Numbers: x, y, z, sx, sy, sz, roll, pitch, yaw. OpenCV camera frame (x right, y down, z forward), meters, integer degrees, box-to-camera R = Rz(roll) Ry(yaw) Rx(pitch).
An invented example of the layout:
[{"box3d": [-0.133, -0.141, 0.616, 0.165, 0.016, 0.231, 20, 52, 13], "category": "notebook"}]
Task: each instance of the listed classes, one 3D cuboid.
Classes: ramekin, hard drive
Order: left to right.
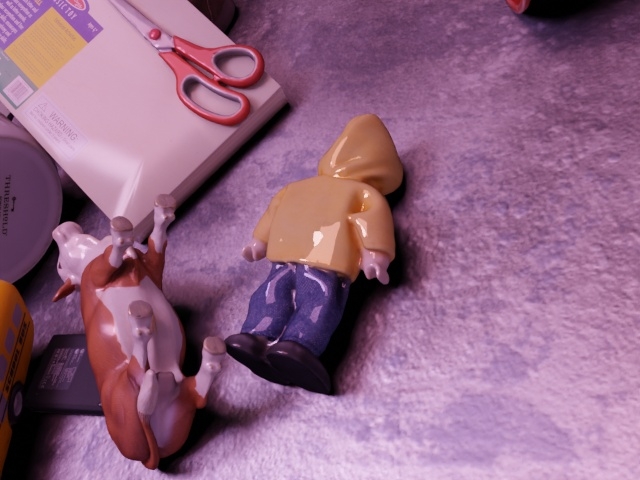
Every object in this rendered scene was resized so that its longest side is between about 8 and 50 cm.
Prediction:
[{"box3d": [-0.466, -0.050, 1.023, 0.127, 0.273, 0.273, 19, 68, 30], "category": "ramekin"}, {"box3d": [-0.273, 0.151, 0.891, 0.135, 0.022, 0.094, -5, 53, 32], "category": "hard drive"}]

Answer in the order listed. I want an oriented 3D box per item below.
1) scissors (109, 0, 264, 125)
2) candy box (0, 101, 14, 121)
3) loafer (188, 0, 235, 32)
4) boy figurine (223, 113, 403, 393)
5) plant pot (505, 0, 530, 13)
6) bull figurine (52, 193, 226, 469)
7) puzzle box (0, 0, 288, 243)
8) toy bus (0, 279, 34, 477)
[{"box3d": [-0.204, -0.244, 0.992, 0.297, 0.021, 0.109, 28, 83, 13], "category": "scissors"}, {"box3d": [-0.560, -0.121, 1.215, 0.233, 0.071, 0.159, -30, 38, 48], "category": "candy box"}, {"box3d": [-0.265, -0.264, 1.143, 0.134, 0.130, 0.366, 4, 59, 37], "category": "loafer"}, {"box3d": [0.000, 0.000, 0.774, 0.177, 0.092, 0.285, 1, 56, 36], "category": "boy figurine"}, {"box3d": [0.288, -0.413, 0.802, 0.265, 0.272, 0.272, -20, 46, 10], "category": "plant pot"}, {"box3d": [-0.194, 0.072, 0.799, 0.310, 0.101, 0.188, 61, 139, 31], "category": "bull figurine"}, {"box3d": [-0.276, -0.228, 1.039, 0.272, 0.052, 0.409, -44, 73, -3], "category": "puzzle box"}, {"box3d": [-0.397, 0.211, 0.822, 0.108, 0.130, 0.332, 3, 53, -2], "category": "toy bus"}]
